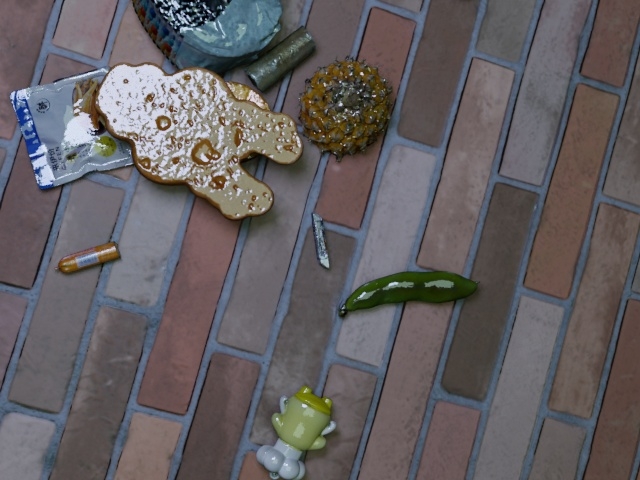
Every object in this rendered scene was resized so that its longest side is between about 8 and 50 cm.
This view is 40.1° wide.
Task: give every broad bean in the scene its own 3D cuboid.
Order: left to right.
[{"bbox_3d":[0.152,0.085,1.514,0.255,0.046,0.065,-8,96,-7],"label":"broad bean"}]

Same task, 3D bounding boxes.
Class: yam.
[{"bbox_3d":[-0.068,-0.307,1.488,0.132,0.054,0.054,-40,94,-9],"label":"yam"}]

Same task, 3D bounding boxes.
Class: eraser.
[{"bbox_3d":[0.000,0.000,1.503,0.019,0.027,0.099,-8,89,-10],"label":"eraser"}]

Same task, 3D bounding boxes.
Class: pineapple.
[{"bbox_3d":[0.048,-0.230,1.460,0.161,0.137,0.176,44,84,-5],"label":"pineapple"}]

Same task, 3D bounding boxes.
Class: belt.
[{"bbox_3d":[-0.186,-0.396,1.426,0.207,0.150,0.257,-41,96,-17],"label":"belt"}]

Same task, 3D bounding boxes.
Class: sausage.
[{"bbox_3d":[-0.385,0.030,1.443,0.107,0.031,0.031,-16,91,-8],"label":"sausage"}]

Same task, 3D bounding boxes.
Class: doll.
[{"bbox_3d":[-0.042,0.327,1.471,0.106,0.062,0.162,30,84,-2],"label":"doll"}]

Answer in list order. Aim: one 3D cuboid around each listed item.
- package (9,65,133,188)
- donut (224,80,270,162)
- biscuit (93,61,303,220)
[{"bbox_3d":[-0.403,-0.186,1.447,0.173,0.027,0.171,-18,91,-12],"label":"package"},{"bbox_3d":[-0.157,-0.193,1.469,0.152,0.058,0.152,0,89,-9],"label":"donut"},{"bbox_3d":[-0.199,-0.171,1.408,0.334,0.047,0.202,27,86,-9],"label":"biscuit"}]
